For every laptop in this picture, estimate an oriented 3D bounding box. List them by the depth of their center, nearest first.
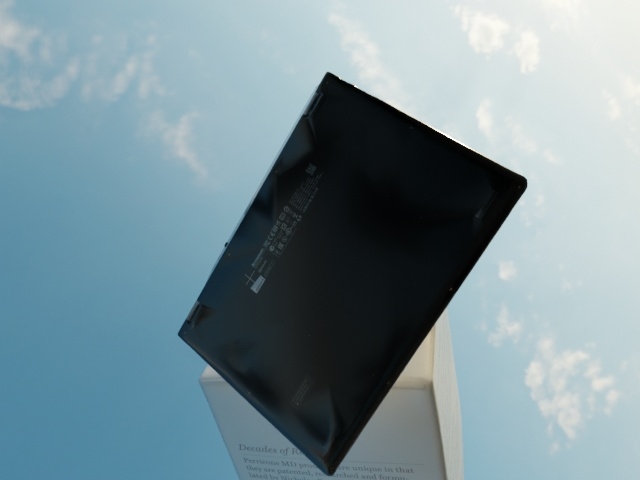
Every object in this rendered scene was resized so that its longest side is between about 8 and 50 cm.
[{"bbox_3d":[0.000,0.000,0.686,0.407,0.382,0.236,35,-169,23],"label":"laptop"}]

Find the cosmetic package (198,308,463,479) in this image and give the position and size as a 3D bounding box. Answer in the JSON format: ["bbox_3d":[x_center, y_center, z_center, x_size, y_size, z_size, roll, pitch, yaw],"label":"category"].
[{"bbox_3d":[0.059,0.273,0.842,0.329,0.327,0.394,-63,-37,-59],"label":"cosmetic package"}]
